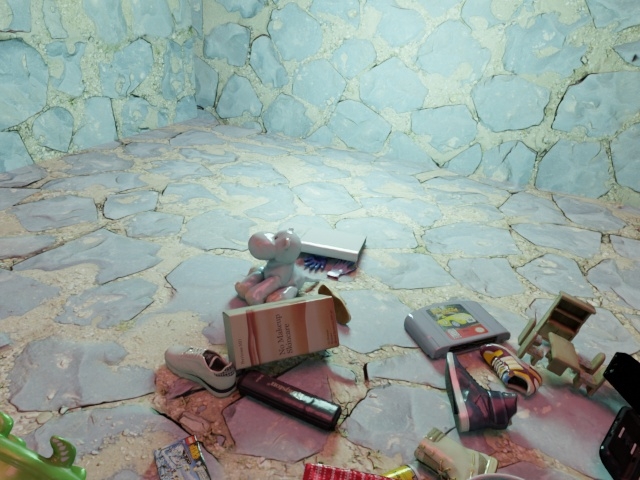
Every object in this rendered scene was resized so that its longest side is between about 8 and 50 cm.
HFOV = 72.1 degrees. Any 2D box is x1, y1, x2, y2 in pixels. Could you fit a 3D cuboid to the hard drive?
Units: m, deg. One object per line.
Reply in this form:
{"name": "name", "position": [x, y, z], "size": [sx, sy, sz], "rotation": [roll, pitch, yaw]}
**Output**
{"name": "hard drive", "position": [0.000, 0.000, 1.820], "size": [0.353, 0.047, 0.233], "rotation": [10, 21, 12]}

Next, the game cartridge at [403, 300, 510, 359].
{"name": "game cartridge", "position": [0.429, 0.275, 1.411], "size": [0.294, 0.060, 0.196], "rotation": [-7, 27, -21]}

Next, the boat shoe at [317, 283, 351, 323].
{"name": "boat shoe", "position": [0.058, 0.210, 1.461], "size": [0.059, 0.063, 0.170], "rotation": [16, 28, -46]}

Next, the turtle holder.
{"name": "turtle holder", "position": [-0.533, 0.475, 0.762], "size": [0.320, 0.243, 0.227], "rotation": [41, 44, -15]}

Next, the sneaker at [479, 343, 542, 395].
{"name": "sneaker", "position": [0.527, 0.362, 1.246], "size": [0.084, 0.069, 0.185], "rotation": [-14, 33, -41]}

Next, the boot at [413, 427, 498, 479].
{"name": "boot", "position": [0.273, 0.507, 0.941], "size": [0.165, 0.077, 0.213], "rotation": [23, 28, 28]}

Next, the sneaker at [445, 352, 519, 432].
{"name": "sneaker", "position": [0.418, 0.389, 1.148], "size": [0.164, 0.086, 0.226], "rotation": [-5, 38, 4]}

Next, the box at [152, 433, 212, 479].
{"name": "box", "position": [-0.293, 0.490, 0.934], "size": [0.094, 0.027, 0.137], "rotation": [-13, 34, -27]}

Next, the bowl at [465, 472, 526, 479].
{"name": "bowl", "position": [0.298, 0.568, 0.703], "size": [0.312, 0.163, 0.311], "rotation": [10, 40, -8]}

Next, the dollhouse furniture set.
{"name": "dollhouse furniture set", "position": [0.717, 0.280, 1.281], "size": [0.212, 0.161, 0.242], "rotation": [28, 27, 12]}

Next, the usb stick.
{"name": "usb stick", "position": [-0.080, 0.400, 1.111], "size": [0.278, 0.045, 0.077], "rotation": [16, 31, 20]}

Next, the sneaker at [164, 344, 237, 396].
{"name": "sneaker", "position": [-0.319, 0.321, 1.170], "size": [0.235, 0.094, 0.090], "rotation": [16, 32, 23]}

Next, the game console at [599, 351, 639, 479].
{"name": "game console", "position": [0.770, 0.441, 1.085], "size": [0.361, 0.044, 0.213], "rotation": [-28, 72, -36]}

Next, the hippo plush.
{"name": "hippo plush", "position": [-0.139, 0.091, 1.464], "size": [0.294, 0.236, 0.234], "rotation": [4, 29, -2]}

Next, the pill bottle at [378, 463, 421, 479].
{"name": "pill bottle", "position": [0.148, 0.517, 0.914], "size": [0.116, 0.065, 0.065], "rotation": [-9, 32, -21]}

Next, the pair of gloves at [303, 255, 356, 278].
{"name": "pair of gloves", "position": [0.040, 0.090, 1.717], "size": [0.198, 0.023, 0.159], "rotation": [18, 32, 24]}

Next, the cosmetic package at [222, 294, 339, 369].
{"name": "cosmetic package", "position": [-0.112, 0.249, 1.235], "size": [0.296, 0.153, 0.129], "rotation": [-9, -1, -21]}

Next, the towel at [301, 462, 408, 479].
{"name": "towel", "position": [0.086, 0.547, 0.825], "size": [0.275, 0.031, 0.198], "rotation": [8, 53, 7]}
